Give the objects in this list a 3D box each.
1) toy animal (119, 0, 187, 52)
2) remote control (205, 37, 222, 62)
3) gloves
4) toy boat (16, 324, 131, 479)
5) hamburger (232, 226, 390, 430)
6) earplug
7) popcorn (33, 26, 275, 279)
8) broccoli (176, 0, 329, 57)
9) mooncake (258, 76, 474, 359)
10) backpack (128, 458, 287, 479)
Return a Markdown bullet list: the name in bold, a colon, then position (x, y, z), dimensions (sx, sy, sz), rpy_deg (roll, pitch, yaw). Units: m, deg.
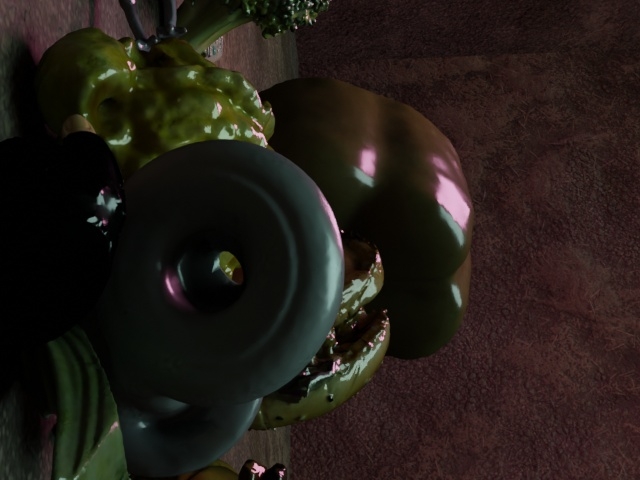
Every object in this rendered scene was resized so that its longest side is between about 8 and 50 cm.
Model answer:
- **toy animal**: position (-0.203, -0.298, 1.184), dimensions (0.367, 0.081, 0.205), rpy_deg (66, 4, -75)
- **remote control**: position (-0.195, -0.334, 1.781), dimensions (0.221, 0.042, 0.078), rpy_deg (-75, 163, -75)
- **gloves**: position (-0.213, -0.015, 0.809), dimensions (0.164, 0.124, 0.203), rpy_deg (-59, -145, 2)
- **toy boat**: position (-0.181, 0.122, 0.766), dimensions (0.293, 0.055, 0.093), rpy_deg (-144, -133, -64)
- **hamburger**: position (-0.092, 0.090, 1.280), dimensions (0.277, 0.318, 0.195), rpy_deg (-40, 138, -48)
- **earplug**: position (-0.104, 0.066, 0.903), dimensions (0.175, 0.214, 0.325), rpy_deg (-26, 154, -52)
- **popcorn**: position (-0.143, -0.073, 1.023), dimensions (0.174, 0.225, 0.285), rpy_deg (39, -38, 50)
- **broccoli**: position (-0.118, -0.397, 1.516), dimensions (0.288, 0.260, 0.235), rpy_deg (-87, 161, -74)
- **mooncake**: position (0.000, 0.000, 1.582), dimensions (0.262, 0.467, 0.467), rpy_deg (-85, 172, -51)
- **backpack**: position (-0.134, 0.390, 1.144), dimensions (0.378, 0.201, 0.353), rpy_deg (-41, 133, -82)
